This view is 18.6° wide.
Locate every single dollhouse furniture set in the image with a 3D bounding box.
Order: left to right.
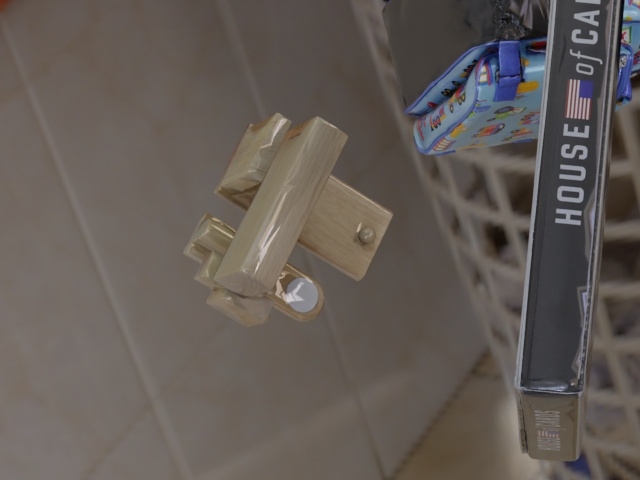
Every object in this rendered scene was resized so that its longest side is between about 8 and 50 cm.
[{"bbox_3d":[0.000,0.000,1.288,0.144,0.123,0.151,-64,18,-19],"label":"dollhouse furniture set"}]

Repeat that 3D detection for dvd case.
[{"bbox_3d":[0.104,-0.040,0.794,0.030,0.179,0.238,4,77,8],"label":"dvd case"}]

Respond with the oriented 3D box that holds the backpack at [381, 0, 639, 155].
[{"bbox_3d":[0.139,-0.123,1.112,0.173,0.117,0.158,-7,-11,-20],"label":"backpack"}]
